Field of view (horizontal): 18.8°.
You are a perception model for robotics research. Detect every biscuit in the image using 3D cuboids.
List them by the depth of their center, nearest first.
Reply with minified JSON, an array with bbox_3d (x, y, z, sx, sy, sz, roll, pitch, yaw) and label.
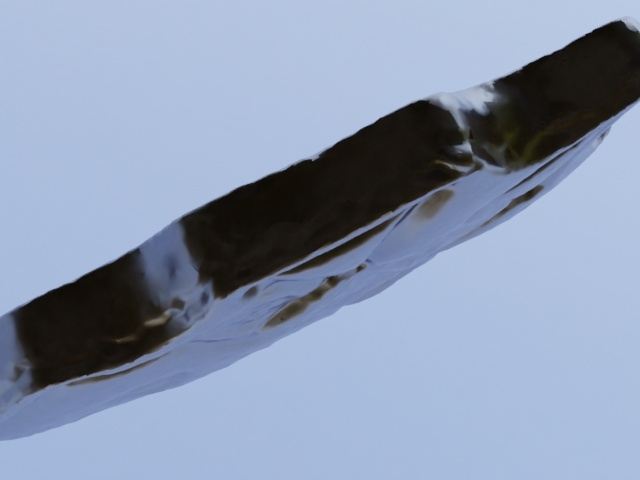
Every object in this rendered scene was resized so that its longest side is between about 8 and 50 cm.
[{"bbox_3d":[0.001,0.002,0.529,0.215,0.182,0.034,-28,-95,26],"label":"biscuit"}]
